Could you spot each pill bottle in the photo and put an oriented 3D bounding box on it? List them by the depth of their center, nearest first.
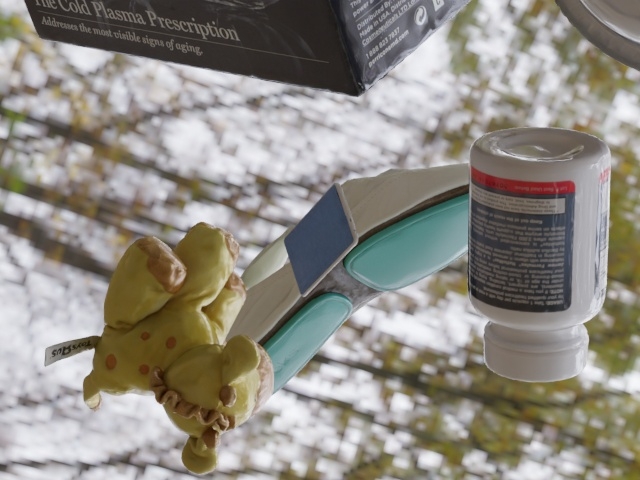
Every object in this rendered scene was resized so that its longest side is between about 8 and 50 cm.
[{"bbox_3d":[0.167,0.011,1.503,0.108,0.108,0.180,-141,-133,-62],"label":"pill bottle"}]

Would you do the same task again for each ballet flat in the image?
[{"bbox_3d":[0.021,0.014,2.057,0.400,0.139,0.139,-38,-143,16],"label":"ballet flat"}]

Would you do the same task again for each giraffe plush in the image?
[{"bbox_3d":[-0.114,0.106,1.760,0.170,0.210,0.181,33,-38,34],"label":"giraffe plush"}]

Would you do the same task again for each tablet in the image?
[{"bbox_3d":[0.000,0.000,1.476,0.083,0.006,0.054,-47,-128,44],"label":"tablet"}]

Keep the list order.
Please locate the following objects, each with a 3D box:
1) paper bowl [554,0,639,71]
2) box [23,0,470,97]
[{"bbox_3d":[0.307,-0.270,1.619,0.284,0.284,0.148,-50,173,34],"label":"paper bowl"},{"bbox_3d":[-0.087,-0.294,1.352,0.343,0.312,0.179,14,-136,41],"label":"box"}]
